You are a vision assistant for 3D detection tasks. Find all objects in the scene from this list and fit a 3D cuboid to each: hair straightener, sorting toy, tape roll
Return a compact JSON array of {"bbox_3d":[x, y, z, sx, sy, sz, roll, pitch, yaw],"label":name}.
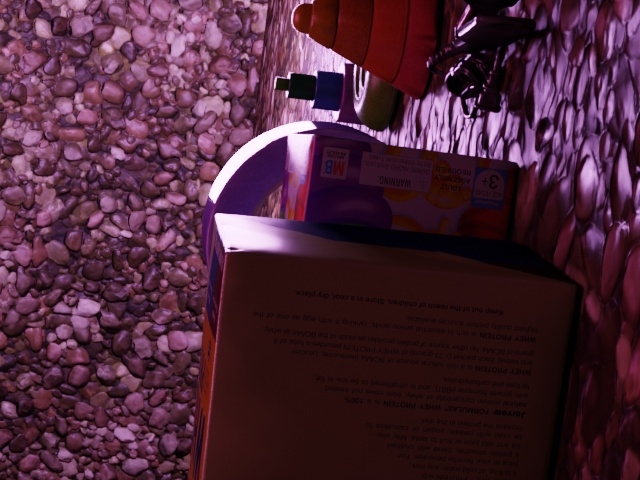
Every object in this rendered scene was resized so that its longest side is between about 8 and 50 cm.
[{"bbox_3d":[0.105,-0.131,0.982,0.230,0.047,0.089,153,123,-80],"label":"hair straightener"},{"bbox_3d":[0.016,-0.180,1.363,0.365,0.126,0.127,150,125,-79],"label":"sorting toy"},{"bbox_3d":[0.000,0.000,1.123,0.080,0.189,0.189,-131,47,-77],"label":"tape roll"}]

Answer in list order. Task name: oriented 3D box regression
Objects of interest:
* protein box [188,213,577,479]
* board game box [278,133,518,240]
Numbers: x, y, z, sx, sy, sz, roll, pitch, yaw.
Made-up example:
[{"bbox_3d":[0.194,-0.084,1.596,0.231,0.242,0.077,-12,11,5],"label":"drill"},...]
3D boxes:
[{"bbox_3d":[0.026,0.101,0.836,0.136,0.199,0.201,-123,39,-78],"label":"protein box"},{"bbox_3d":[0.035,0.070,0.985,0.144,0.142,0.275,-152,69,-81],"label":"board game box"}]
